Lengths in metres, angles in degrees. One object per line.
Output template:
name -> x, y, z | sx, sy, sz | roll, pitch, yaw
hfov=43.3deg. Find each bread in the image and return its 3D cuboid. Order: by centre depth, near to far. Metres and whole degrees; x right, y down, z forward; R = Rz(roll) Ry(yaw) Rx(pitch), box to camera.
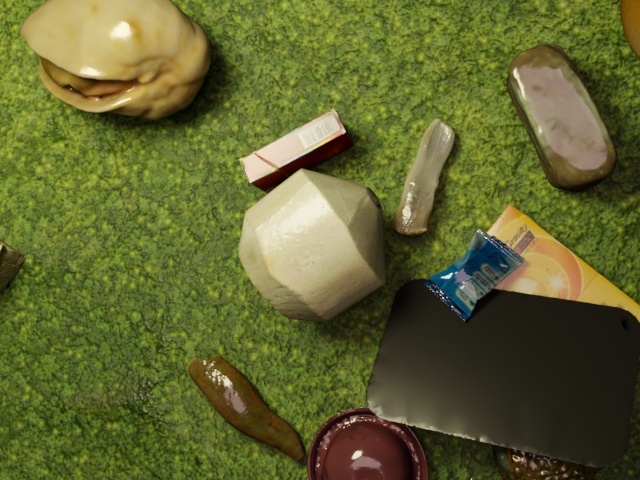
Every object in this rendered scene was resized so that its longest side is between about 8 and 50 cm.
bread -> -0.604, 0.016, 1.403 | 0.152, 0.105, 0.077 | 29, 84, 10

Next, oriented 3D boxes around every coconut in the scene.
coconut -> 0.002, 0.003, 1.249 | 0.241, 0.241, 0.241 | -1, 85, 9

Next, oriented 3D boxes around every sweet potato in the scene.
sweet potato -> -0.120, 0.272, 1.314 | 0.243, 0.077, 0.077 | 41, 92, 11

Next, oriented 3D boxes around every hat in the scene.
hat -> 0.071, 0.366, 1.266 | 0.205, 0.089, 0.205 | -1, 86, 9

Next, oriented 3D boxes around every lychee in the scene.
lychee -> 0.342, 0.309, 1.195 | 0.171, 0.171, 0.171 | -1, 85, 9

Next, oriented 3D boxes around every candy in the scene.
candy -> 0.237, 0.048, 1.246 | 0.136, 0.038, 0.088 | -45, 68, -6
candy -> 0.372, -0.189, 1.255 | 0.102, 0.104, 0.234 | -22, 82, 6

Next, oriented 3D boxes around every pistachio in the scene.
pistachio -> -0.336, -0.317, 1.332 | 0.321, 0.229, 0.238 | 11, 45, 15

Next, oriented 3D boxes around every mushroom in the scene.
mushroom -> 0.169, -0.101, 1.314 | 0.059, 0.054, 0.202 | 17, 83, 5

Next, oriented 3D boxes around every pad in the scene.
pad -> 0.261, 0.223, 1.189 | 0.375, 0.063, 0.315 | 9, 60, 24

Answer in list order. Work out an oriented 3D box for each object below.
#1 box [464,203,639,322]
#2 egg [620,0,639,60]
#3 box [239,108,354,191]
box -> 0.356, 0.083, 1.266 | 0.269, 0.043, 0.152 | 39, 92, 10
egg -> 0.594, -0.384, 1.145 | 0.351, 0.282, 0.282 | -45, 80, 4
box -> -0.036, -0.143, 1.317 | 0.175, 0.112, 0.048 | -28, 82, 7
